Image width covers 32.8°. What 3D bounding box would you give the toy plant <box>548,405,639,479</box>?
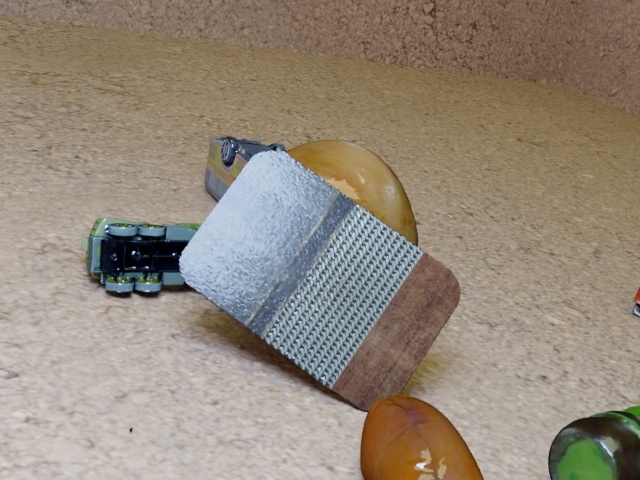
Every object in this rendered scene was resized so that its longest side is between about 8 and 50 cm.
[{"bbox_3d":[0.277,0.196,0.971,0.162,0.092,0.093,1,22,-46],"label":"toy plant"}]

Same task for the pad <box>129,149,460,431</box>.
[{"bbox_3d":[-0.038,0.093,1.005,0.250,0.055,0.323,35,57,-1],"label":"pad"}]

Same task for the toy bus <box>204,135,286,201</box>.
[{"bbox_3d":[-0.074,-0.068,1.453,0.092,0.106,0.268,4,19,-29],"label":"toy bus"}]

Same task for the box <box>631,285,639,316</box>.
[{"bbox_3d":[0.531,0.069,1.523,0.133,0.099,0.182,26,20,23],"label":"box"}]

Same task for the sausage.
[{"bbox_3d":[0.085,0.192,0.865,0.089,0.089,0.179,7,23,-21],"label":"sausage"}]

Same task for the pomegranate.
[{"bbox_3d":[0.004,0.002,1.167,0.209,0.209,0.209,13,18,-4],"label":"pomegranate"}]

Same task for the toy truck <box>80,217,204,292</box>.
[{"bbox_3d":[-0.179,0.011,1.196,0.169,0.077,0.100,-1,10,-31],"label":"toy truck"}]
